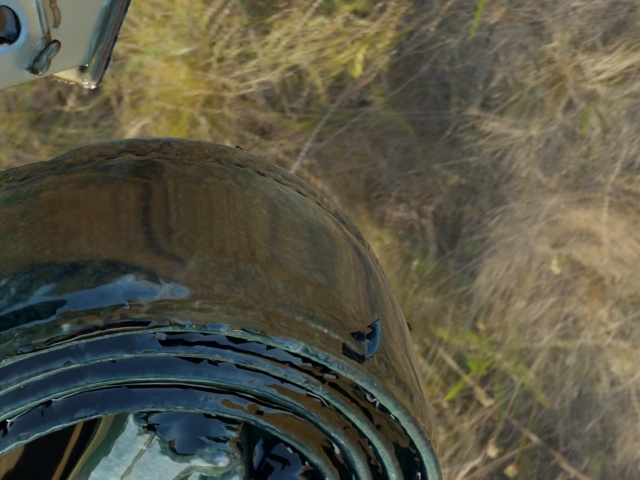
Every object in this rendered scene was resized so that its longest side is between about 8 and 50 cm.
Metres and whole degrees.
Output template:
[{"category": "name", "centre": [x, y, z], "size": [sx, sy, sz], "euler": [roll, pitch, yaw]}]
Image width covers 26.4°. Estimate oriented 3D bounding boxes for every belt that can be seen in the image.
[{"category": "belt", "centre": [-0.082, 0.084, 0.488], "size": [0.206, 0.116, 0.267], "euler": [24, 124, -31]}]

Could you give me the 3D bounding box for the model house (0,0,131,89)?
[{"category": "model house", "centre": [-0.248, -0.229, 1.059], "size": [0.169, 0.244, 0.326], "euler": [15, 121, 48]}]

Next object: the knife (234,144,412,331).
[{"category": "knife", "centre": [-0.002, 0.002, 1.190], "size": [0.222, 0.021, 0.045], "euler": [48, 149, -8]}]
